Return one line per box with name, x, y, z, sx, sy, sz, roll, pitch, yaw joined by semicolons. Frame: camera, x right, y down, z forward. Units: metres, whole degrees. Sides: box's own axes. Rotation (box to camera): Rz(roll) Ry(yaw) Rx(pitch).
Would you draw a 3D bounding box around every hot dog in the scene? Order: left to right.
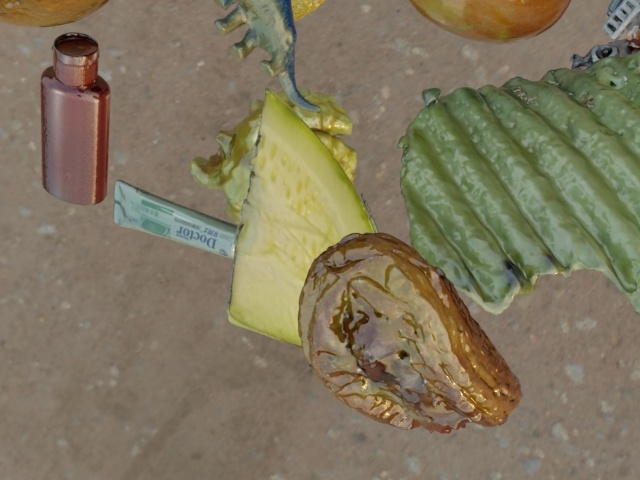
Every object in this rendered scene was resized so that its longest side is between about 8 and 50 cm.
hot dog;0.074;0.090;0.812;0.160;0.099;0.227;-7;142;44

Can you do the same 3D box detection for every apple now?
apple;0.208;-0.368;1.230;0.253;0.253;0.253;9;113;21

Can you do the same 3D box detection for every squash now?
squash;0.000;0.000;1.030;0.155;0.204;0.237;10;72;4

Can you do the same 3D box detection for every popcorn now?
popcorn;-0.075;-0.142;1.975;0.279;0.274;0.335;55;126;36

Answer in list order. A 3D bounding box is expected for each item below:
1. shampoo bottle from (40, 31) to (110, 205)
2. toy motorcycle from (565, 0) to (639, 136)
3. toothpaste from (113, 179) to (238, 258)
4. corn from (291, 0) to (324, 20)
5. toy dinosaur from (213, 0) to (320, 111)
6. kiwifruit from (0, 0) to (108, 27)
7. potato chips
shampoo bottle;-0.346;-0.169;1.409;0.102;0.064;0.260;20;133;6
toy motorcycle;0.502;-0.322;1.601;0.134;0.207;0.401;61;141;39
toothpaste;-0.170;-0.019;1.248;0.218;0.041;0.064;18;119;20
corn;-0.048;-0.363;1.468;0.081;0.248;0.081;-1;94;-16
toy dinosaur;-0.038;-0.300;1.271;0.247;0.188;0.075;52;163;-19
kiwifruit;-0.225;-0.288;0.784;0.196;0.196;0.234;6;71;22
potato chips;0.278;-0.091;1.154;0.373;0.389;0.097;-6;138;7
